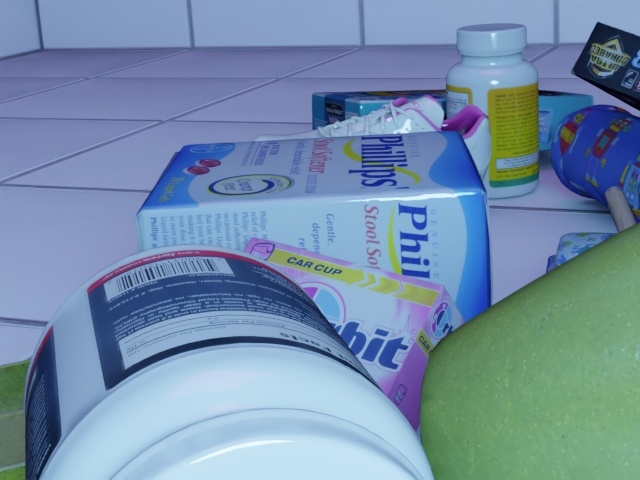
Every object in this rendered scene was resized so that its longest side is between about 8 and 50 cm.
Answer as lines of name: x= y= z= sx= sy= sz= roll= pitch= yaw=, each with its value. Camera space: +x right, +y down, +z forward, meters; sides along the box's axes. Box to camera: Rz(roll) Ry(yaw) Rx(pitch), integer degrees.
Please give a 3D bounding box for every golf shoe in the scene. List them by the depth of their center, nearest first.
golf shoe: x=0.062 y=-0.111 z=1.384 sx=0.306 sy=0.140 sz=0.115 roll=4 pitch=26 yaw=-26

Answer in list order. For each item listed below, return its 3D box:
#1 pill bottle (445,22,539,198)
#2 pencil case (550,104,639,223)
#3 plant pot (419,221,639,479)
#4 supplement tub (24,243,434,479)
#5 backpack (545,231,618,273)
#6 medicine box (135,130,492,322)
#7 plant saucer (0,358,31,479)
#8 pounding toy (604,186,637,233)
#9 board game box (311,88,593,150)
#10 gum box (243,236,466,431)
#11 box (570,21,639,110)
pill bottle: x=0.218 y=-0.166 z=1.524 sx=0.117 sy=0.208 sz=0.117 roll=-4 pitch=16 yaw=1
pencil case: x=0.362 y=-0.072 z=1.337 sx=0.119 sy=0.133 sz=0.306 roll=-46 pitch=16 yaw=5
plant pot: x=0.210 y=0.089 z=0.610 sx=0.293 sy=0.275 sz=0.275 roll=-14 pitch=10 yaw=27
supplement tub: x=-0.053 y=0.122 z=0.610 sx=0.191 sy=0.191 sz=0.272 roll=-7 pitch=16 yaw=-12
backpack: x=0.249 y=0.041 z=1.023 sx=0.114 sy=0.084 sz=0.105 roll=4 pitch=20 yaw=14
medicine box: x=0.000 y=0.000 z=1.103 sx=0.289 sy=0.149 sz=0.263 roll=-4 pitch=16 yaw=3
plant saucer: x=-0.176 y=0.132 z=0.866 sx=0.188 sy=0.045 sz=0.188 roll=-10 pitch=17 yaw=-23
pounding toy: x=0.350 y=-0.001 z=0.941 sx=0.237 sy=0.110 sz=0.183 roll=21 pitch=31 yaw=3
board game box: x=0.180 y=-0.174 z=1.720 sx=0.336 sy=0.079 sz=0.254 roll=-4 pitch=11 yaw=-15
gum box: x=-0.002 y=0.072 z=0.888 sx=0.188 sy=0.062 sz=0.107 roll=14 pitch=63 yaw=34
box: x=0.465 y=-0.120 z=1.277 sx=0.293 sy=0.073 sz=0.295 roll=21 pitch=10 yaw=-35
